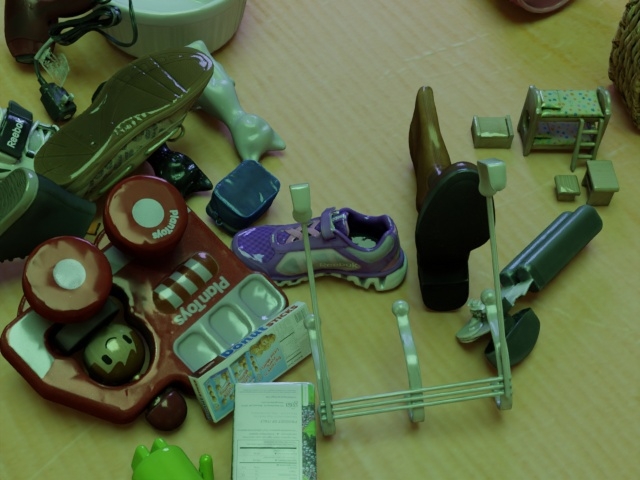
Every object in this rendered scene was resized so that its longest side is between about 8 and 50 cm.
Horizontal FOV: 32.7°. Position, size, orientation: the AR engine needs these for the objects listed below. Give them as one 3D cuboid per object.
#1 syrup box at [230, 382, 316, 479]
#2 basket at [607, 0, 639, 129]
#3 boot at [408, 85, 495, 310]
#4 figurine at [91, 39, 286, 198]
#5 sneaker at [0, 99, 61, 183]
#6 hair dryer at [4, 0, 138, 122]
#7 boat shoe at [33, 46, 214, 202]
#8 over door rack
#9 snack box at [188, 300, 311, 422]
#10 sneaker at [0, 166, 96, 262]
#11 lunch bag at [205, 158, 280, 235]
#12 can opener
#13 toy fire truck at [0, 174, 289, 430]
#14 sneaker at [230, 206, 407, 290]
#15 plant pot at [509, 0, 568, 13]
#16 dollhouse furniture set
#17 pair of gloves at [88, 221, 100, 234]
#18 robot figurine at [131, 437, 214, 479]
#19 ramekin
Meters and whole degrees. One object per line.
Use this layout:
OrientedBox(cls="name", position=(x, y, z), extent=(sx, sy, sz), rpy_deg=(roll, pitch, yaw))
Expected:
OrientedBox(cls="syrup box", position=(-0.053, 0.281, 1.209), extent=(0.096, 0.093, 0.236), rpy_deg=(1, 52, -5))
OrientedBox(cls="basket", position=(0.530, -0.335, 1.608), extent=(0.214, 0.299, 0.223), rpy_deg=(-6, 55, -8))
OrientedBox(cls="boot", position=(0.162, -0.092, 1.411), extent=(0.096, 0.264, 0.280), rpy_deg=(-5, 54, 5))
OrientedBox(cls="figurine", position=(-0.181, -0.161, 1.559), extent=(0.215, 0.092, 0.209), rpy_deg=(-30, 69, -25))
OrientedBox(cls="sneaker", position=(-0.433, -0.128, 1.466), extent=(0.331, 0.146, 0.122), rpy_deg=(0, 49, -6))
OrientedBox(cls="hair dryer", position=(-0.377, -0.338, 1.610), extent=(0.293, 0.223, 0.080), rpy_deg=(52, 22, 21))
OrientedBox(cls="boat shoe", position=(-0.256, -0.152, 1.457), extent=(0.285, 0.089, 0.104), rpy_deg=(-41, 62, -18))
OrientedBox(cls="over door rack", position=(0.098, 0.059, 1.266), extent=(0.240, 0.324, 0.108), rpy_deg=(-8, 23, -4))
OrientedBox(cls="snack box", position=(-0.076, 0.145, 1.322), extent=(0.178, 0.064, 0.022), rpy_deg=(-33, 27, -33))
OrientedBox(cls="sneaker", position=(-0.390, 0.005, 1.383), extent=(0.118, 0.222, 0.083), rpy_deg=(27, 38, -43))
OrientedBox(cls="lunch bag", position=(-0.108, -0.054, 1.485), extent=(0.067, 0.065, 0.098), rpy_deg=(43, 58, 7))
OrientedBox(cls="can opener", position=(0.280, 0.058, 1.438), extent=(0.280, 0.074, 0.093), rpy_deg=(-45, 101, -29))
OrientedBox(cls="toy fire truck", position=(-0.214, 0.090, 1.318), extent=(0.254, 0.169, 0.302), rpy_deg=(44, 60, 5))
OrientedBox(cls="sneaker", position=(0.000, 0.000, 1.427), extent=(0.236, 0.104, 0.095), rpy_deg=(2, 53, -1))
OrientedBox(cls="plant pot", position=(0.330, -0.498, 1.799), extent=(0.201, 0.201, 0.180), rpy_deg=(-27, 42, -23))
OrientedBox(cls="dollhouse furniture set", position=(0.323, -0.137, 1.561), extent=(0.182, 0.101, 0.161), rpy_deg=(-1, 52, -5))
OrientedBox(cls="pair of gloves", position=(-0.342, -0.005, 1.461), extent=(0.074, 0.010, 0.083), rpy_deg=(15, 53, 7))
OrientedBox(cls="robot figurine", position=(-0.165, 0.277, 1.220), extent=(0.101, 0.067, 0.115), rpy_deg=(-15, 52, -40))
OrientedBox(cls="ramekin", position=(-0.237, -0.393, 1.699), extent=(0.273, 0.127, 0.272), rpy_deg=(3, 52, -3))
